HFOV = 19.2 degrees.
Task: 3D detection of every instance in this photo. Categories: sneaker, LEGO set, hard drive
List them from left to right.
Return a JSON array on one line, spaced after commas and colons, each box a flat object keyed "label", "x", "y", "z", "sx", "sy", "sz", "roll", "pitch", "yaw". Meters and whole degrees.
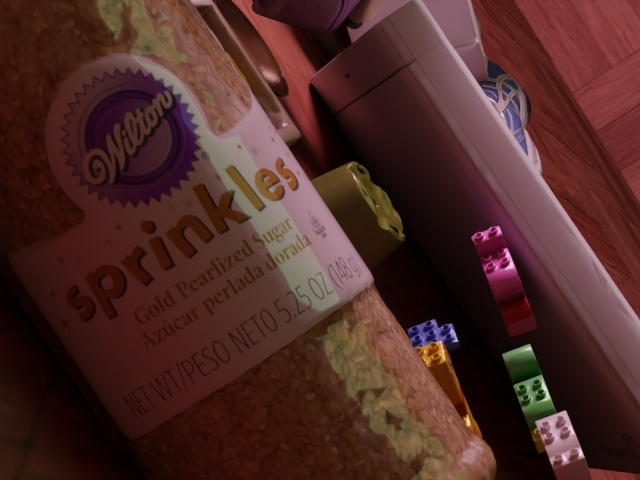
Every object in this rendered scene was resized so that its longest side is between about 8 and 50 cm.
[{"label": "LEGO set", "x": 0.094, "y": 0.077, "z": 1.128, "sx": 0.227, "sy": 0.087, "sz": 0.093, "roll": -105, "pitch": 173, "yaw": -53}, {"label": "sneaker", "x": 0.164, "y": -0.129, "z": 1.869, "sx": 0.081, "sy": 0.080, "sz": 0.211, "roll": 50, "pitch": 13, "yaw": -38}, {"label": "hard drive", "x": 0.126, "y": 0.006, "z": 1.322, "sx": 0.353, "sy": 0.047, "sz": 0.233, "roll": 55, "pitch": -11, "yaw": -3}]

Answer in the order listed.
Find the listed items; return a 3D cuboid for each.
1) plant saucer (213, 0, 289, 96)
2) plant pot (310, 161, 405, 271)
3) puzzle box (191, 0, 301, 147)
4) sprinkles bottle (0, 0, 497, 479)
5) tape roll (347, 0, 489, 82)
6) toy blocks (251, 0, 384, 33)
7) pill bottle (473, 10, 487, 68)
[{"label": "plant saucer", "x": -0.051, "y": -0.127, "z": 1.253, "sx": 0.083, "sy": 0.015, "sz": 0.083, "roll": 53, "pitch": 14, "yaw": -19}, {"label": "plant pot", "x": 0.000, "y": 0.000, "z": 1.003, "sx": 0.083, "sy": 0.079, "sz": 0.083, "roll": 53, "pitch": 14, "yaw": -19}, {"label": "puzzle box", "x": -0.165, "y": -0.197, "z": 0.942, "sx": 0.409, "sy": 0.052, "sz": 0.272, "roll": 57, "pitch": 14, "yaw": -1}, {"label": "sprinkles bottle", "x": -0.076, "y": -0.027, "z": 0.712, "sx": 0.355, "sy": 0.121, "sz": 0.121, "roll": 56, "pitch": 13, "yaw": -2}, {"label": "tape roll", "x": 0.060, "y": -0.256, "z": 1.569, "sx": 0.286, "sy": 0.100, "sz": 0.286, "roll": -14, "pitch": 90, "yaw": -84}, {"label": "toy blocks", "x": -0.066, "y": -0.315, "z": 1.164, "sx": 0.260, "sy": 0.309, "sz": 0.288, "roll": -15, "pitch": 59, "yaw": -42}, {"label": "pill bottle", "x": 0.105, "y": -0.218, "z": 1.854, "sx": 0.087, "sy": 0.087, "sz": 0.160, "roll": 40, "pitch": 21, "yaw": -50}]
